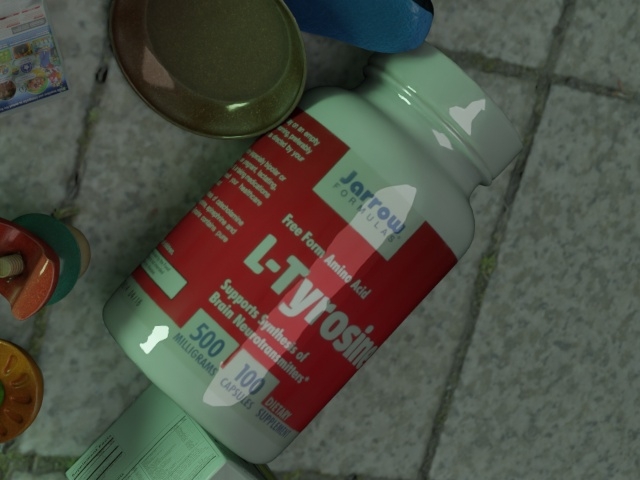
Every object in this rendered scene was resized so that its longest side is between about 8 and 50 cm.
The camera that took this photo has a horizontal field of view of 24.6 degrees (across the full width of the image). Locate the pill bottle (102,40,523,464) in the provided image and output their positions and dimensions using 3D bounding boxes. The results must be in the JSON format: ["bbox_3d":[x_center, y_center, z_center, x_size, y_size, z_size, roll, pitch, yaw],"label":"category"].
[{"bbox_3d":[0.000,0.000,1.439,0.408,0.229,0.229,-47,121,-2],"label":"pill bottle"}]

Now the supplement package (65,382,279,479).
[{"bbox_3d":[-0.121,0.281,1.505,0.149,0.203,0.194,-47,122,-3],"label":"supplement package"}]

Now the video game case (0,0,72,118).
[{"bbox_3d":[-0.287,-0.179,1.360,0.087,0.011,0.122,-21,117,-17],"label":"video game case"}]

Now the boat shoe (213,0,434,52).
[{"bbox_3d":[-0.019,-0.243,1.391,0.258,0.089,0.109,27,120,0],"label":"boat shoe"}]

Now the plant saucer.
[{"bbox_3d":[-0.101,-0.187,1.377,0.198,0.036,0.199,11,128,14],"label":"plant saucer"}]

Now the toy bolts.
[{"bbox_3d":[-0.323,0.058,1.394,0.218,0.158,0.228,39,103,8],"label":"toy bolts"}]
